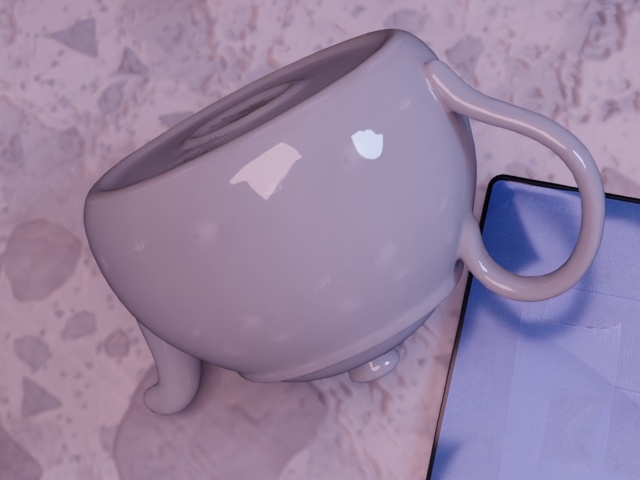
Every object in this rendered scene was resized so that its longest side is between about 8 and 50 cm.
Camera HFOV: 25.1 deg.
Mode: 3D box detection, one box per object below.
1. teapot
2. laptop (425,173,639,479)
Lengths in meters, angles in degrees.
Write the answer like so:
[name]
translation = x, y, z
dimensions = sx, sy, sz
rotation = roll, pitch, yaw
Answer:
[teapot]
translation = 0.000, 0.000, 0.862
dimensions = 0.253, 0.256, 0.187
rotation = -32, 103, -16
[laptop]
translation = 0.230, 0.176, 0.782
dimensions = 0.382, 0.408, 0.236
rotation = 11, 117, 12
